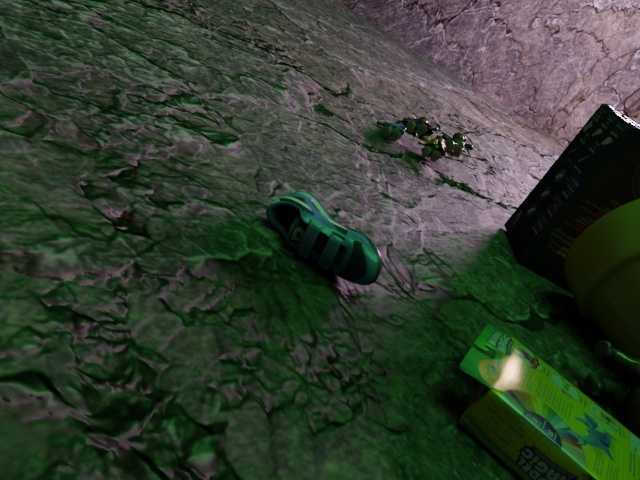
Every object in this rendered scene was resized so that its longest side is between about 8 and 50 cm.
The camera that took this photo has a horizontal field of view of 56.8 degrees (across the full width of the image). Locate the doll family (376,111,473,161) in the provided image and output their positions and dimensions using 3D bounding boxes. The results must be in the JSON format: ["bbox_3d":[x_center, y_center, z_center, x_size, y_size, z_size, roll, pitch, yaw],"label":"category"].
[{"bbox_3d":[0.206,-0.208,1.180,0.193,0.076,0.111,32,30,4],"label":"doll family"}]

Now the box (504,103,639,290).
[{"bbox_3d":[0.464,-0.060,0.986,0.165,0.270,0.143,29,26,-9],"label":"box"}]

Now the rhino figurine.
[{"bbox_3d":[0.377,0.218,0.639,0.106,0.073,0.243,22,30,-14],"label":"rhino figurine"}]

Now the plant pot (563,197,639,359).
[{"bbox_3d":[0.500,0.099,0.817,0.254,0.254,0.239,20,45,-26],"label":"plant pot"}]

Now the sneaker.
[{"bbox_3d":[0.000,0.000,0.614,0.144,0.053,0.059,37,24,28],"label":"sneaker"}]

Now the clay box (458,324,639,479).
[{"bbox_3d":[0.220,0.181,0.546,0.222,0.053,0.127,39,27,15],"label":"clay box"}]
